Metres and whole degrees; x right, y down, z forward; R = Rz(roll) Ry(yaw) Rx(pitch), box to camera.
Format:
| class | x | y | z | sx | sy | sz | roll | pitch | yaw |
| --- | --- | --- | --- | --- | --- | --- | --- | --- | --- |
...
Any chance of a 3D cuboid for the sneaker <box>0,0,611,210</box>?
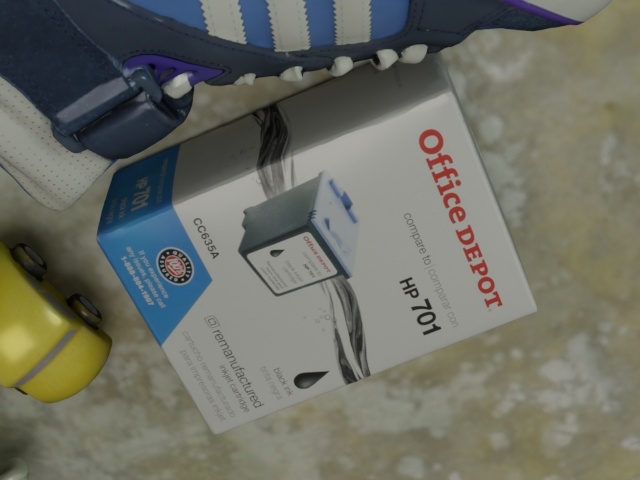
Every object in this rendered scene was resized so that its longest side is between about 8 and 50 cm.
| class | x | y | z | sx | sy | sz | roll | pitch | yaw |
| --- | --- | --- | --- | --- | --- | --- | --- | --- | --- |
| sneaker | -0.046 | -0.106 | 0.488 | 0.322 | 0.130 | 0.236 | 11 | 134 | -32 |

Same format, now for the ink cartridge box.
| class | x | y | z | sx | sy | sz | roll | pitch | yaw |
| --- | --- | --- | --- | --- | --- | --- | --- | --- | --- |
| ink cartridge box | 0.000 | 0.000 | 0.567 | 0.190 | 0.082 | 0.140 | -22 | 116 | 10 |

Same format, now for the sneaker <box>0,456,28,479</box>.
| class | x | y | z | sx | sy | sz | roll | pitch | yaw |
| --- | --- | --- | --- | --- | --- | --- | --- | --- | --- |
| sneaker | -0.309 | 0.097 | 0.606 | 0.305 | 0.114 | 0.152 | 40 | 88 | -19 |

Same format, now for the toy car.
| class | x | y | z | sx | sy | sz | roll | pitch | yaw |
| --- | --- | --- | --- | --- | --- | --- | --- | --- | --- |
| toy car | -0.207 | -0.024 | 0.532 | 0.239 | 0.053 | 0.225 | 10 | 103 | -19 |
